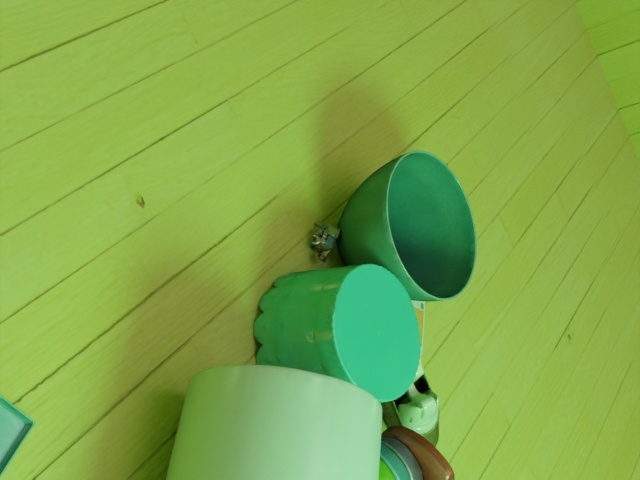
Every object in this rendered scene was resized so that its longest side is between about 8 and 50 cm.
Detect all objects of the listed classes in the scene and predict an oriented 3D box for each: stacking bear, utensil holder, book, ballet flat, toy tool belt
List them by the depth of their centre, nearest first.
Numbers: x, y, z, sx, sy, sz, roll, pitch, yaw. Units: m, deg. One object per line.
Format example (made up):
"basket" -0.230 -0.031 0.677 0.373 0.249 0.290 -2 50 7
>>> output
"utensil holder" -0.074 0.410 1.245 0.327 0.327 0.386 32 55 -38
"stacking bear" 0.065 0.453 1.518 0.289 0.175 0.164 -20 61 -39
"toy tool belt" 0.000 0.000 1.663 0.051 0.052 0.083 29 49 -3
"ballet flat" 0.170 0.272 1.698 0.116 0.124 0.343 -20 95 -24
"book" 0.177 0.160 1.819 0.096 0.035 0.144 29 58 -35

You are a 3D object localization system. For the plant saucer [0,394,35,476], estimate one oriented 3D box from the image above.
"plant saucer" -0.440 0.293 1.100 0.067 0.018 0.192 48 47 -27

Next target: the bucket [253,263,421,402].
"bucket" 0.038 0.175 1.543 0.281 0.183 0.281 17 66 -45

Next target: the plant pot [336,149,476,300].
"plant pot" 0.146 -0.012 1.709 0.290 0.195 0.290 17 67 -45
